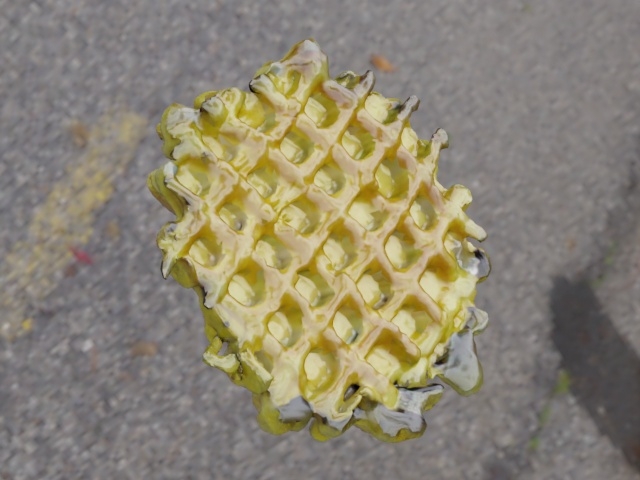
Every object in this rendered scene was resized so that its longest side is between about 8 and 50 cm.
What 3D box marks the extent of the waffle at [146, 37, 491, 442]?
[{"bbox_3d":[0.003,0.011,1.275,0.329,0.062,0.329,11,70,-32],"label":"waffle"}]
